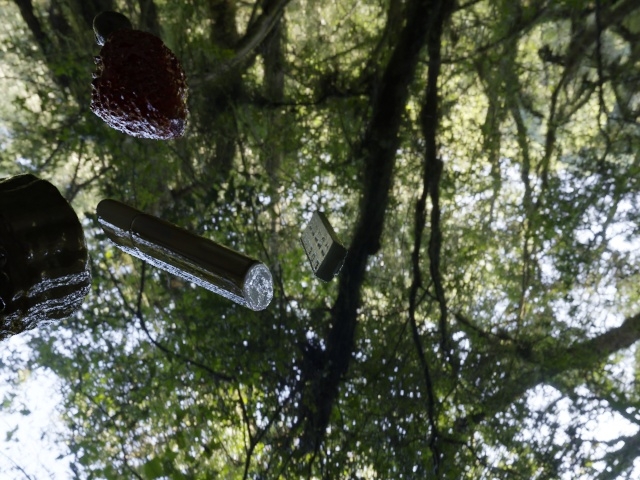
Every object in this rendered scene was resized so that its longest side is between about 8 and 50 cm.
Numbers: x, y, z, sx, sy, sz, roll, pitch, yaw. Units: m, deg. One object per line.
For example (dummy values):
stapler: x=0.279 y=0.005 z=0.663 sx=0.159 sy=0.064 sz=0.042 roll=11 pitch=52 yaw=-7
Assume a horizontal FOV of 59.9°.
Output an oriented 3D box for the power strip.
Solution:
power strip: x=0.000 y=0.000 z=0.910 sx=0.027 sy=0.060 sz=0.252 roll=27 pitch=-169 yaw=-15

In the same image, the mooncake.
mooncake: x=-0.623 y=0.036 z=1.094 sx=0.324 sy=0.323 sz=0.187 roll=22 pitch=-158 yaw=22

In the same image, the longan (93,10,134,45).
longan: x=-0.556 y=-0.556 z=1.479 sx=0.119 sy=0.106 sz=0.106 roll=-9 pitch=-142 yaw=27

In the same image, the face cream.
face cream: x=-0.215 y=0.022 z=0.879 sx=0.285 sy=0.139 sz=0.067 roll=21 pitch=-114 yaw=18

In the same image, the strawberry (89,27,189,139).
strawberry: x=-0.406 y=-0.357 z=1.316 sx=0.258 sy=0.261 sz=0.261 roll=13 pitch=-135 yaw=8
